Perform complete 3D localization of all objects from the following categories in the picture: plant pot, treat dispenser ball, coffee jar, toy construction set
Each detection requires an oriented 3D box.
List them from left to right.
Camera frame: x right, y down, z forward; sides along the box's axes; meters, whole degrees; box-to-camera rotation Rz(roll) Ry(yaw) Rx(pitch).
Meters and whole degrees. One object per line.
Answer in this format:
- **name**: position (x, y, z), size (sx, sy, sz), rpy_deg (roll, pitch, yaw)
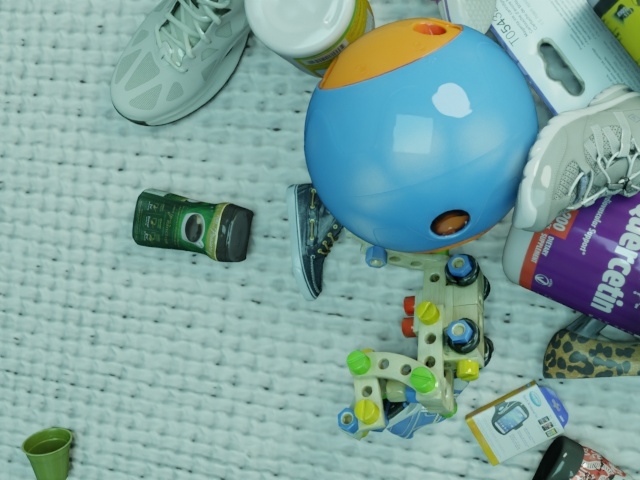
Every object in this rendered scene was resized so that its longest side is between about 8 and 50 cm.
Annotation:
- **plant pot**: position (-0.477, 0.388, 1.139), size (0.083, 0.083, 0.079), rpy_deg (4, 107, 13)
- **coffee jar**: position (-0.201, -0.023, 1.031), size (0.184, 0.079, 0.096), rpy_deg (12, 95, 13)
- **toy construction set**: position (0.125, 0.112, 0.918), size (0.215, 0.151, 0.328), rpy_deg (-10, 68, 27)
- **treat dispenser ball**: position (0.122, -0.127, 0.808), size (0.288, 0.288, 0.288), rpy_deg (1, 95, 14)

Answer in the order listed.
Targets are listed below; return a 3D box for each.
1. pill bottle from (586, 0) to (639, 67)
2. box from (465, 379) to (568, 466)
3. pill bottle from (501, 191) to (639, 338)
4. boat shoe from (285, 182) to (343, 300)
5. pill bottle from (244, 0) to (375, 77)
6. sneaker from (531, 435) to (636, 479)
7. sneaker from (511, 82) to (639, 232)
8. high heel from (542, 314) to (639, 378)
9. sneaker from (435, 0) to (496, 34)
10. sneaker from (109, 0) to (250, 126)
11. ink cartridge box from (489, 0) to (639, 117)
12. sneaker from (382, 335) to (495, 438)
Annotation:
- **pill bottle**: position (0.474, -0.219, 0.725), size (0.188, 0.188, 0.334), rpy_deg (-38, 86, 14)
- **box**: position (0.295, 0.269, 0.963), size (0.136, 0.028, 0.081), rpy_deg (-31, 87, 12)
- **pill bottle**: position (0.407, 0.028, 0.801), size (0.323, 0.181, 0.181), rpy_deg (25, 100, 26)
- **boat shoe**: position (0.000, 0.000, 0.991), size (0.083, 0.065, 0.183), rpy_deg (-7, 92, 16)
- **pill bottle**: position (0.000, -0.296, 0.873), size (0.136, 0.245, 0.136), rpy_deg (1, 95, 13)
- **sneaker**: position (0.349, 0.428, 0.930), size (0.145, 0.090, 0.270), rpy_deg (28, 102, 8)
- **sneaker**: position (0.319, -0.092, 0.724), size (0.115, 0.281, 0.105), rpy_deg (34, 147, 31)
- **high heel**: position (0.446, 0.200, 0.880), size (0.186, 0.093, 0.261), rpy_deg (-44, 69, 8)
- **sneaker**: position (0.145, -0.387, 0.890), size (0.161, 0.102, 0.282), rpy_deg (-16, 75, 44)
- **sneaker**: position (-0.180, -0.343, 0.907), size (0.447, 0.257, 0.169), rpy_deg (-40, 85, 14)
- **ink cartridge box**: position (0.424, -0.304, 0.863), size (0.330, 0.071, 0.324), rpy_deg (-36, 86, 17)
- **sneaker**: position (0.175, 0.217, 0.972), size (0.211, 0.080, 0.081), rpy_deg (-38, 117, 9)
